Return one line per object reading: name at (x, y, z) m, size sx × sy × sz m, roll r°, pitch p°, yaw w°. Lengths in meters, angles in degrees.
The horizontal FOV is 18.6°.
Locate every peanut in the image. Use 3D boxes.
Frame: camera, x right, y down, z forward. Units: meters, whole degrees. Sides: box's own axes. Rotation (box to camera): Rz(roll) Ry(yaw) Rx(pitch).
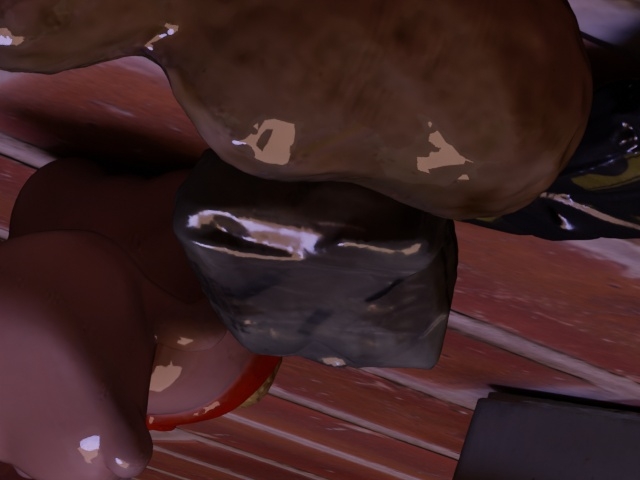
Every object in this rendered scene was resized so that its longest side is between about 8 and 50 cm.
peanut at (-0.023, -0.074, 0.591) m, size 0.227 × 0.104 × 0.085 m, roll 20°, pitch 157°, yaw -11°

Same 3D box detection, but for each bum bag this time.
bum bag at (0.100, -0.032, 0.716) m, size 0.106 × 0.060 × 0.232 m, roll 13°, pitch 172°, yaw -33°

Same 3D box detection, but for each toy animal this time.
toy animal at (-0.106, 0.039, 1.032) m, size 0.171 × 0.171 × 0.197 m, roll 8°, pitch -155°, yaw 30°

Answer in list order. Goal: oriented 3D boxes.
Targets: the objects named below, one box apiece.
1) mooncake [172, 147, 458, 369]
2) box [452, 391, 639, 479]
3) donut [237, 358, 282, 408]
mooncake at (0.000, 0.000, 0.916) m, size 0.130 × 0.073 × 0.125 m, roll 4°, pitch 148°, yaw 7°
box at (0.232, 0.218, 1.365) m, size 0.290 × 0.166 × 0.220 m, roll 6°, pitch 163°, yaw 34°
donut at (-0.116, 0.072, 1.374) m, size 0.190 × 0.075 × 0.174 m, roll 13°, pitch 166°, yaw 12°
